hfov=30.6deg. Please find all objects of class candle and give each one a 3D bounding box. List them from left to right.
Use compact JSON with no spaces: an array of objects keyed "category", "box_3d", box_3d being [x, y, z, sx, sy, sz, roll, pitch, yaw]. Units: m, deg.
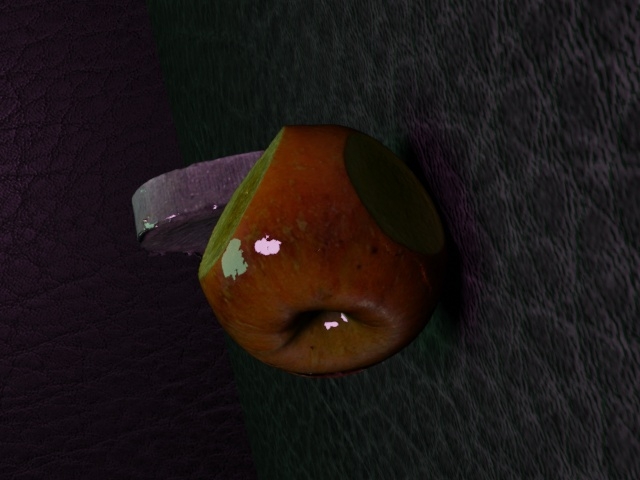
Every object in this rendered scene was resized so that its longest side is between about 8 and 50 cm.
[{"category":"candle","box_3d":[-0.112,-0.037,1.339,0.168,0.192,0.068,-31,65,33]}]

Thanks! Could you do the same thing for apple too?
[{"category":"apple","box_3d":[-0.004,0.003,0.741,0.146,0.163,0.147,-37,43,32]}]
